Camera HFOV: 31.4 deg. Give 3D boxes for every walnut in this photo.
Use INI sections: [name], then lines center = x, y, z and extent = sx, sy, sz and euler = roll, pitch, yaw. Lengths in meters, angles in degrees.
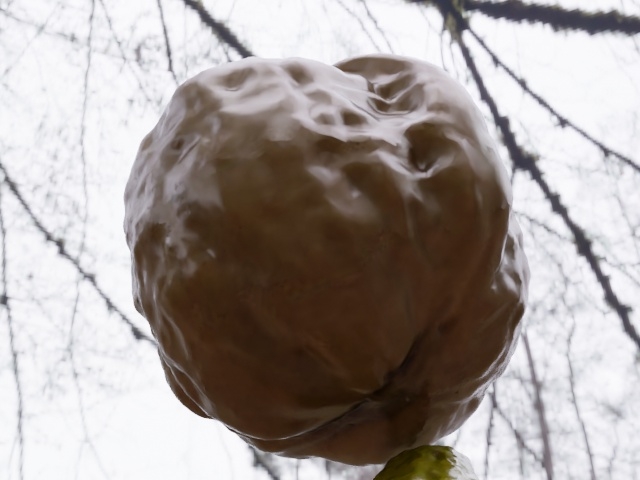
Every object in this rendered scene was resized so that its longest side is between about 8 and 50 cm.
[walnut]
center = 0.000, 0.000, 0.660
extent = 0.224, 0.257, 0.257
euler = 22, -50, -35

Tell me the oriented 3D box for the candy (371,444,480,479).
[candy]
center = 0.043, 0.172, 0.520
extent = 0.106, 0.199, 0.094
euler = -29, -68, 29
